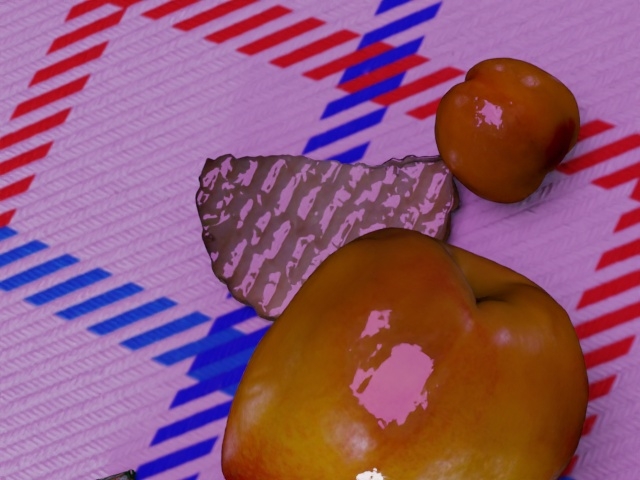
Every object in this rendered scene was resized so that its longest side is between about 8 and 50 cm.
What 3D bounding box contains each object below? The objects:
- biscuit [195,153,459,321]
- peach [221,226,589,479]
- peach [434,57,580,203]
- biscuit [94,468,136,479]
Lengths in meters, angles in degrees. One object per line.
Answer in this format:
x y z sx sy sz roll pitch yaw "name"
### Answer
0.000 0.000 1.924 0.273 0.036 0.187 4 72 19 "biscuit"
0.072 0.146 1.719 0.289 0.289 0.308 40 111 27 "peach"
0.176 -0.109 1.847 0.138 0.138 0.138 -6 68 16 "peach"
-0.190 0.266 1.897 0.046 0.016 0.089 -26 64 8 "biscuit"
